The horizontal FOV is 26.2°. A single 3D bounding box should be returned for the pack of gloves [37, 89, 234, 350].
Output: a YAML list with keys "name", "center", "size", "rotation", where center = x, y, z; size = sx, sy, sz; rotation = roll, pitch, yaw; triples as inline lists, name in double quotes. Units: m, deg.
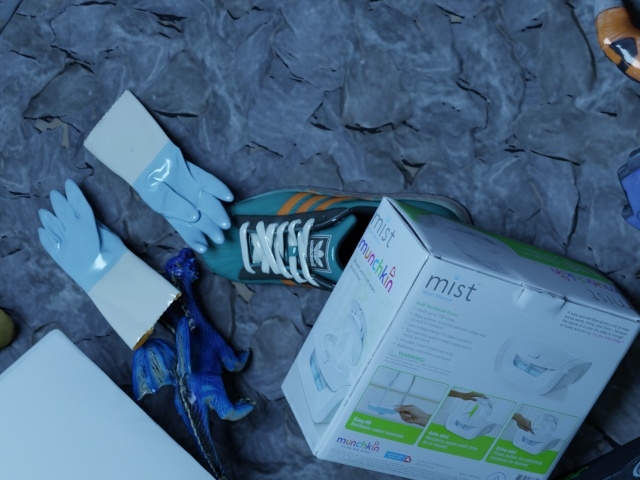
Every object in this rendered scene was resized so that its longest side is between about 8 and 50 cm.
- name: "pack of gloves"
  center: [-0.198, -0.022, 1.505]
  size: [0.195, 0.046, 0.232]
  rotation: [-49, 60, 5]

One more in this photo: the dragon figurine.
- name: "dragon figurine"
  center: [-0.145, 0.139, 1.465]
  size: [0.085, 0.289, 0.144]
  rotation: [-30, 127, 24]

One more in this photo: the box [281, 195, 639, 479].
- name: "box"
  center: [0.136, 0.112, 1.324]
  size: [0.262, 0.127, 0.231]
  rotation: [16, 111, -28]

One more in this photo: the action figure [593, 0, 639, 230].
- name: "action figure"
  center: [0.396, -0.165, 1.233]
  size: [0.341, 0.178, 0.330]
  rotation: [-27, 96, 47]

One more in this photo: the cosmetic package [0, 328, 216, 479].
- name: "cosmetic package"
  center: [-0.324, 0.373, 1.419]
  size: [0.327, 0.329, 0.393]
  rotation: [44, 138, 2]

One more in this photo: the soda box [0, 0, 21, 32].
- name: "soda box"
  center: [-0.358, -0.298, 1.531]
  size: [0.058, 0.063, 0.183]
  rotation: [43, 111, 7]

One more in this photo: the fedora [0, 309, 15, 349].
- name: "fedora"
  center: [-0.452, 0.079, 1.609]
  size: [0.194, 0.194, 0.079]
  rotation: [-14, 58, 21]

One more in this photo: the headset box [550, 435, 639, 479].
- name: "headset box"
  center: [0.329, 0.270, 1.296]
  size: [0.283, 0.246, 0.131]
  rotation: [-32, 89, 23]

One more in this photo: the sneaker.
- name: "sneaker"
  center: [0.000, 0.000, 1.428]
  size: [0.302, 0.121, 0.108]
  rotation: [-4, 98, 20]
